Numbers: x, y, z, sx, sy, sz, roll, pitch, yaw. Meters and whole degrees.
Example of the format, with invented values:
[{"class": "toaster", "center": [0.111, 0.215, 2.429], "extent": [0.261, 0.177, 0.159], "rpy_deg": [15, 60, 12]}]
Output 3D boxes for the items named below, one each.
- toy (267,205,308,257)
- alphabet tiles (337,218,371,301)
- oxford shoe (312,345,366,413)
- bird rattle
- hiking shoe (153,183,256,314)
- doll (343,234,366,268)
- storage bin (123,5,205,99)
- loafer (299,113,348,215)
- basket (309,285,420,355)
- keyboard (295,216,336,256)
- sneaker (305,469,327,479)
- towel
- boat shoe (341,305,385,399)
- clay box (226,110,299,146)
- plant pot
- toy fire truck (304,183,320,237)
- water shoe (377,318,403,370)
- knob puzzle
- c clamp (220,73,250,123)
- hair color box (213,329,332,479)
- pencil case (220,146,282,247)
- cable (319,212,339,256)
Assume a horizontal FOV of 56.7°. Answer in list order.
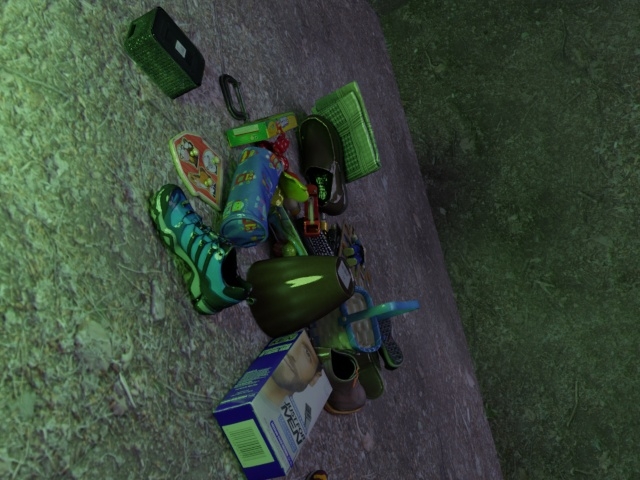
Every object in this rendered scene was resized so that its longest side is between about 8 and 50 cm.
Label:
[{"class": "toy", "center": [-0.100, 0.018, 1.657], "extent": [0.056, 0.137, 0.237], "rpy_deg": [-29, 105, -25]}, {"class": "alphabet tiles", "center": [0.127, 0.099, 2.151], "extent": [0.342, 0.011, 0.285], "rpy_deg": [-78, 147, -53]}, {"class": "oxford shoe", "center": [0.059, 0.397, 1.662], "extent": [0.364, 0.133, 0.130], "rpy_deg": [44, 35, -48]}, {"class": "bird rattle", "center": [-0.119, -0.187, 1.783], "extent": [0.207, 0.143, 0.253], "rpy_deg": [60, 10, -53]}, {"class": "hiking shoe", "center": [-0.245, 0.008, 1.280], "extent": [0.304, 0.132, 0.113], "rpy_deg": [66, 24, -12]}, {"class": "doll", "center": [0.130, 0.042, 2.112], "extent": [0.189, 0.046, 0.129], "rpy_deg": [-14, 90, -71]}, {"class": "storage bin", "center": [-0.367, -0.445, 1.414], "extent": [0.180, 0.084, 0.122], "rpy_deg": [46, 34, -44]}, {"class": "loafer", "center": [0.007, -0.267, 2.045], "extent": [0.130, 0.134, 0.365], "rpy_deg": [-3, 75, -66]}, {"class": "basket", "center": [0.128, 0.228, 1.742], "extent": [0.255, 0.289, 0.201], "rpy_deg": [12, 57, -60]}, {"class": "keyboard", "center": [0.000, 0.000, 1.885], "extent": [0.108, 0.023, 0.180], "rpy_deg": [-21, 83, -41]}, {"class": "sneaker", "center": [-0.001, 0.617, 1.425], "extent": [0.069, 0.084, 0.185], "rpy_deg": [68, 24, -9]}, {"class": "towel", "center": [0.075, -0.368, 2.103], "extent": [0.056, 0.312, 0.324], "rpy_deg": [-17, 91, -31]}, {"class": "boat shoe", "center": [0.126, 0.359, 1.896], "extent": [0.103, 0.113, 0.302], "rpy_deg": [65, 10, -75]}, {"class": "clay box", "center": [-0.158, -0.325, 1.703], "extent": [0.222, 0.127, 0.053], "rpy_deg": [-45, 124, -60]}, {"class": "plant pot", "center": [-0.036, 0.122, 1.534], "extent": [0.215, 0.230, 0.215], "rpy_deg": [47, 32, -43]}, {"class": "toy fire truck", "center": [-0.029, -0.091, 1.806], "extent": [0.135, 0.047, 0.192], "rpy_deg": [89, -2, -74]}, {"class": "water shoe", "center": [0.195, 0.315, 1.881], "extent": [0.073, 0.080, 0.203], "rpy_deg": [-5, 60, -23]}, {"class": "knob puzzle", "center": [-0.295, -0.190, 1.450], "extent": [0.213, 0.030, 0.213], "rpy_deg": [46, 34, -45]}, {"class": "c clamp", "center": [-0.243, -0.413, 1.750], "extent": [0.137, 0.022, 0.160], "rpy_deg": [-23, 95, -62]}, {"class": "hair color box", "center": [-0.096, 0.370, 1.376], "extent": [0.185, 0.110, 0.339], "rpy_deg": [66, 22, -10]}, {"class": "pencil case", "center": [-0.176, -0.113, 1.544], "extent": [0.306, 0.119, 0.133], "rpy_deg": [-84, 157, -45]}, {"class": "cable", "center": [0.015, 0.059, 1.957], "extent": [0.139, 0.072, 0.287], "rpy_deg": [65, 30, -60]}]
